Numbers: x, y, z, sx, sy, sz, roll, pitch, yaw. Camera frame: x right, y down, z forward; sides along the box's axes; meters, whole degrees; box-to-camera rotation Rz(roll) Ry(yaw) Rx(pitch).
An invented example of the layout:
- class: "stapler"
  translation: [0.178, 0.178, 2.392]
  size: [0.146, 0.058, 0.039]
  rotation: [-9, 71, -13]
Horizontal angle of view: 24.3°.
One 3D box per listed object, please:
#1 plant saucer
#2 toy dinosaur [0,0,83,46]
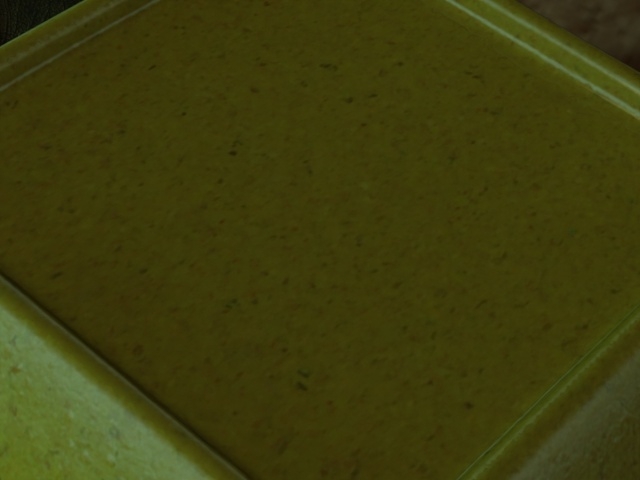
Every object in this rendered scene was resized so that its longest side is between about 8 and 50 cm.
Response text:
- class: "plant saucer"
  translation: [0.000, 0.000, 0.513]
  size: [0.332, 0.081, 0.333]
  rotation: [35, 53, 24]
- class: "toy dinosaur"
  translation: [-0.177, -0.049, 0.648]
  size: [0.160, 0.121, 0.313]
  rotation: [44, 90, 12]
